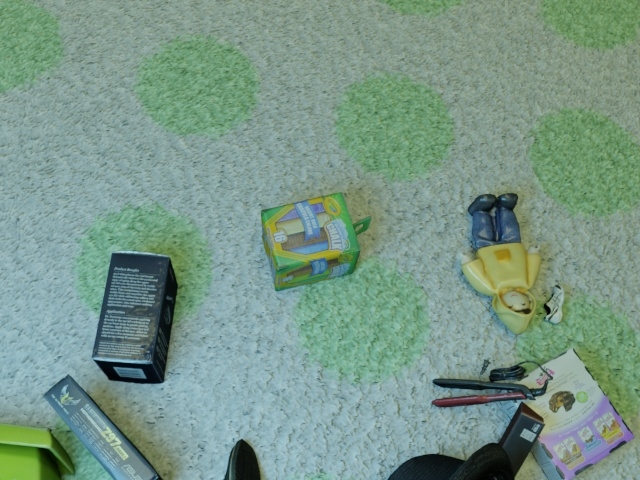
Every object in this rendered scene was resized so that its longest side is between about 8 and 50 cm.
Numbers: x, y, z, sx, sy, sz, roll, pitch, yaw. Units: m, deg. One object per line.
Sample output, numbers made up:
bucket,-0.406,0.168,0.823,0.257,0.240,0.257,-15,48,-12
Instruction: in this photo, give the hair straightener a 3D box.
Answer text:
hair straightener,0.313,0.254,1.398,0.230,0.047,0.089,-13,60,31

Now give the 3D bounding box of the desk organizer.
desk organizer,0.354,0.360,1.372,0.047,0.050,0.130,24,111,7

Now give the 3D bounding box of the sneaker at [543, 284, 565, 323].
sneaker,0.470,0.125,1.535,0.037,0.032,0.083,12,65,0

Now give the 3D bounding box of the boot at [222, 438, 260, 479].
boot,-0.180,0.452,1.322,0.137,0.077,0.198,-28,33,20

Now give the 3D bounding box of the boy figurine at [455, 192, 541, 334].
boy figurine,0.362,0.048,1.530,0.177,0.092,0.285,1,63,-7

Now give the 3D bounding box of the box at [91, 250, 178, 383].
box,-0.335,0.143,1.398,0.108,0.153,0.207,5,65,-2

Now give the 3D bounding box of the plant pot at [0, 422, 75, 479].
plant pot,-0.528,0.413,1.229,0.228,0.227,0.207,7,60,-1

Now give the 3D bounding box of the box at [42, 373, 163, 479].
box,-0.358,0.345,1.290,0.232,0.183,0.059,43,70,14

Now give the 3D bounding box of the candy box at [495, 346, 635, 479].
candy box,0.453,0.327,1.424,0.164,0.070,0.196,-26,71,-14

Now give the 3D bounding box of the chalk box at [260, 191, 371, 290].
chalk box,0.000,0.000,1.498,0.213,0.132,0.132,-13,67,-9

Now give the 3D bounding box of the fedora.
fedora,0.184,0.470,1.269,0.152,0.334,0.334,16,61,40
